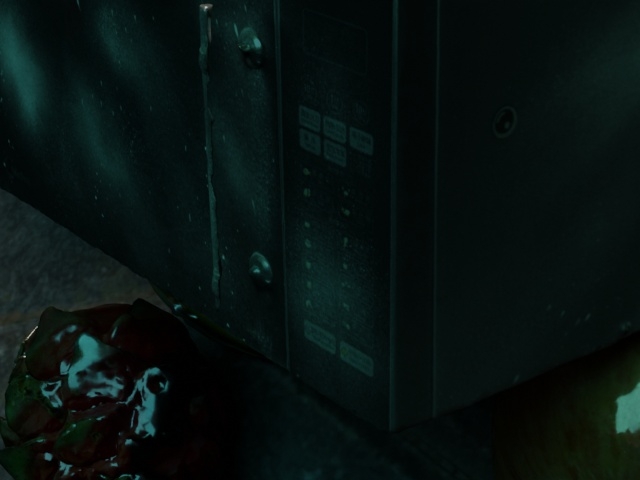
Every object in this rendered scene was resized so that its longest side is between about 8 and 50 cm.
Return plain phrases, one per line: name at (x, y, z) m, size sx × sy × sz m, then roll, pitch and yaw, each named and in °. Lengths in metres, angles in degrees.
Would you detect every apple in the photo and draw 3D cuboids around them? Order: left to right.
apple at (0.211, 0.119, 0.977) m, size 0.211 × 0.211 × 0.188 m, roll 0°, pitch 41°, yaw 24°

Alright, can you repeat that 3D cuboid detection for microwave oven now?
microwave oven at (0.030, -0.119, 0.965) m, size 0.374 × 0.236 × 0.432 m, roll -20°, pitch 31°, yaw -32°

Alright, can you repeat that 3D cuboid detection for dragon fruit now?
dragon fruit at (-0.153, 0.127, 1.157) m, size 0.189 × 0.182 × 0.182 m, roll 43°, pitch 86°, yaw 16°

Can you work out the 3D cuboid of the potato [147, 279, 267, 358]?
potato at (0.000, 0.000, 1.183) m, size 0.272 × 0.160 × 0.111 m, roll 5°, pitch 25°, yaw 23°
